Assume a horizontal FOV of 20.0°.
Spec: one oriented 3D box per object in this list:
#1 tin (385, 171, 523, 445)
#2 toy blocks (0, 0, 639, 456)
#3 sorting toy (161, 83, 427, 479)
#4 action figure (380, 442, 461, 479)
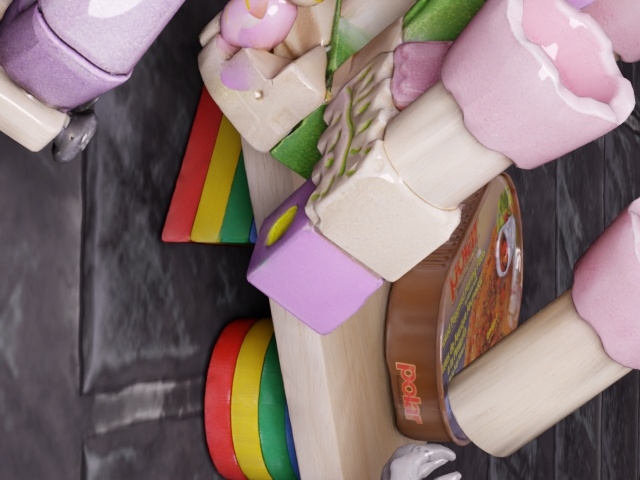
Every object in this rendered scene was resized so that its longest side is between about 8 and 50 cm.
[{"bbox_3d":[0.076,0.033,1.001,0.190,0.040,0.106,-59,149,-55],"label":"tin"},{"bbox_3d":[0.068,-0.128,0.730,0.309,0.260,0.288,35,36,-22],"label":"toy blocks"},{"bbox_3d":[0.000,0.000,0.974,0.255,0.089,0.257,-57,144,-56],"label":"sorting toy"},{"bbox_3d":[0.045,0.176,0.826,0.141,0.275,0.164,-61,146,-52],"label":"action figure"}]
